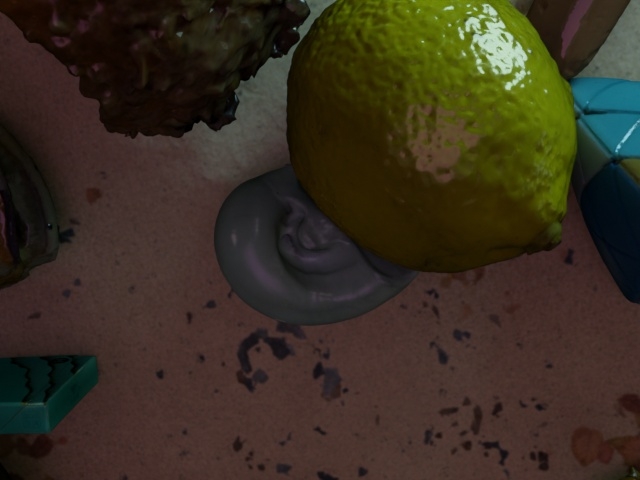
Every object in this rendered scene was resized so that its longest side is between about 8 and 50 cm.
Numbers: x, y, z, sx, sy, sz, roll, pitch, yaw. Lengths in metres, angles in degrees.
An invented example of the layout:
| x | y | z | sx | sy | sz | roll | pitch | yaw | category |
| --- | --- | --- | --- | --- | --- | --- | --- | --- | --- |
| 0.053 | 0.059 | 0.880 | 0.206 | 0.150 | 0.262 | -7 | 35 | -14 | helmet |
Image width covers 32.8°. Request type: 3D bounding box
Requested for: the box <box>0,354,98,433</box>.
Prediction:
| x | y | z | sx | sy | sz | roll | pitch | yaw | category |
| --- | --- | --- | --- | --- | --- | --- | --- | --- | --- |
| -0.384 | 0.173 | 1.221 | 0.226 | 0.161 | 0.042 | -3 | 103 | 7 | box |

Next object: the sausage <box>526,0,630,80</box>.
| x | y | z | sx | sy | sz | roll | pitch | yaw | category |
| --- | --- | --- | --- | --- | --- | --- | --- | --- | --- |
| 0.289 | -0.289 | 1.071 | 0.086 | 0.086 | 0.289 | 31 | 104 | -1 | sausage |

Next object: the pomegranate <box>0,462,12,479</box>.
| x | y | z | sx | sy | sz | roll | pitch | yaw | category |
| --- | --- | --- | --- | --- | --- | --- | --- | --- | --- |
| -0.477 | 0.342 | 1.261 | 0.358 | 0.216 | 0.310 | 18 | 111 | 34 | pomegranate |

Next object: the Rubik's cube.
| x | y | z | sx | sy | sz | roll | pitch | yaw | category |
| --- | --- | --- | --- | --- | --- | --- | --- | --- | --- |
| 0.313 | -0.077 | 1.053 | 0.254 | 0.254 | 0.255 | 2 | 103 | 6 | Rubik's cube |

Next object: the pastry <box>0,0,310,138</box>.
| x | y | z | sx | sy | sz | roll | pitch | yaw | category |
| --- | --- | --- | --- | --- | --- | --- | --- | --- | --- |
| -0.180 | -0.307 | 1.002 | 0.337 | 0.292 | 0.405 | -48 | 123 | 3 | pastry |

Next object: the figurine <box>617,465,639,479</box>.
| x | y | z | sx | sy | sz | roll | pitch | yaw | category |
| --- | --- | --- | --- | --- | --- | --- | --- | --- | --- |
| 0.401 | 0.308 | 1.206 | 0.176 | 0.121 | 0.122 | -20 | 129 | 1 | figurine |

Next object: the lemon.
| x | y | z | sx | sy | sz | roll | pitch | yaw | category |
| --- | --- | --- | --- | --- | --- | --- | --- | --- | --- |
| 0.107 | -0.110 | 1.033 | 0.321 | 0.268 | 0.268 | 36 | 107 | 28 | lemon |

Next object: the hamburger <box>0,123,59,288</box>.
| x | y | z | sx | sy | sz | roll | pitch | yaw | category |
| --- | --- | --- | --- | --- | --- | --- | --- | --- | --- |
| -0.463 | -0.039 | 1.166 | 0.317 | 0.195 | 0.277 | -15 | 98 | 7 | hamburger |

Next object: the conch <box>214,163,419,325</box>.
| x | y | z | sx | sy | sz | roll | pitch | yaw | category |
| --- | --- | --- | --- | --- | --- | --- | --- | --- | --- |
| -0.002 | 0.000 | 1.156 | 0.221 | 0.121 | 0.185 | 12 | 89 | -3 | conch |
